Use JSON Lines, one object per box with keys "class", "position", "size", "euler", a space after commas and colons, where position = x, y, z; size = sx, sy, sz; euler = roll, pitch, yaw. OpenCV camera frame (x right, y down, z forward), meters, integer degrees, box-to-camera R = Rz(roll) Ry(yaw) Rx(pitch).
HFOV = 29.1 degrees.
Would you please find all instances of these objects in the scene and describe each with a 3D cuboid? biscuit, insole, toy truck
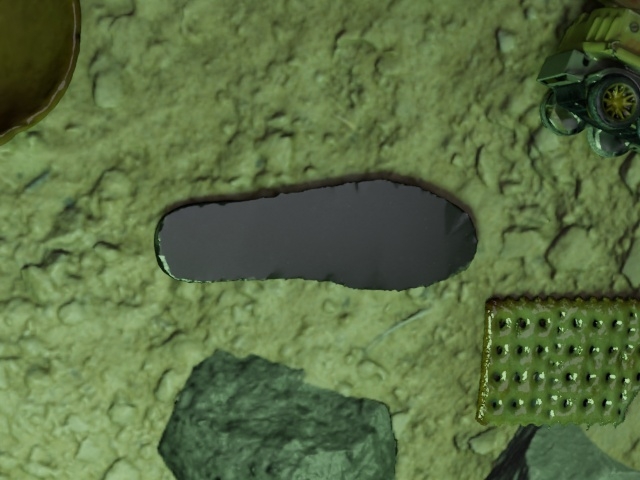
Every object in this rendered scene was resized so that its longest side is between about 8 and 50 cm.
{"class": "biscuit", "position": [0.255, 0.124, 1.240], "size": [0.203, 0.016, 0.144], "euler": [3, 101, -13]}
{"class": "insole", "position": [0.000, 0.000, 1.155], "size": [0.309, 0.012, 0.110], "euler": [-4, 104, -12]}
{"class": "toy truck", "position": [0.344, -0.136, 1.151], "size": [0.272, 0.124, 0.157], "euler": [24, 86, -14]}

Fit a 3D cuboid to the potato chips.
{"class": "potato chips", "position": [-0.297, -0.183, 1.020], "size": [0.195, 0.062, 0.208], "euler": [-38, 106, -9]}
